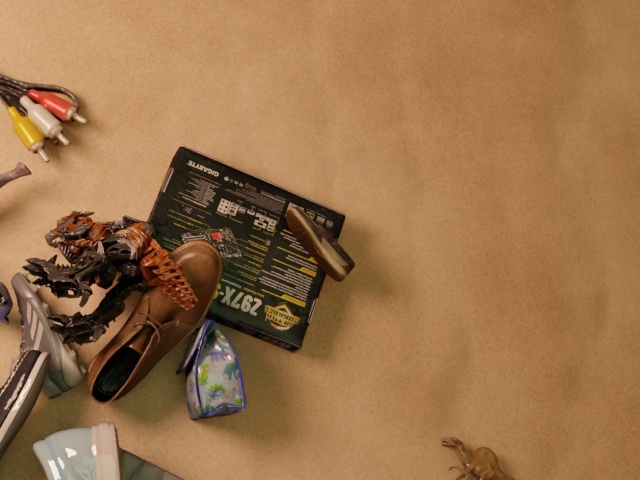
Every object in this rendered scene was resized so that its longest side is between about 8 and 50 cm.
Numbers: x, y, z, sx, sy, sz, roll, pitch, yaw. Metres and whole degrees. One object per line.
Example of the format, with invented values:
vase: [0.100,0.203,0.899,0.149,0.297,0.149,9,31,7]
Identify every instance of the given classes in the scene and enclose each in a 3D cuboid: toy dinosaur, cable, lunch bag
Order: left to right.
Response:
cable: [-0.520,-0.258,1.571,0.287,0.072,0.139,40,63,-3]
toy dinosaur: [-0.322,0.035,1.434,0.218,0.322,0.164,-43,117,-35]
lunch bag: [-0.180,0.211,1.522,0.096,0.129,0.151,-4,78,-18]
toy dinosaur: [0.290,0.414,1.652,0.183,0.053,0.092,32,68,-7]

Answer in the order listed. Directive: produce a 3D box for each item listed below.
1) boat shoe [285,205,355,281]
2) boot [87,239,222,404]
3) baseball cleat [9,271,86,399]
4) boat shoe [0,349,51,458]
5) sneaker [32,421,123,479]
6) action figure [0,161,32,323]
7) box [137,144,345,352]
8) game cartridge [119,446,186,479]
boat shoe: [0.000,0.000,1.593,0.049,0.056,0.152,-41,100,-27]
boot: [-0.257,0.134,1.473,0.112,0.115,0.305,37,90,-8]
baseball cleat: [-0.459,0.154,1.485,0.109,0.072,0.205,-31,83,-15]
boat shoe: [-0.505,0.290,1.397,0.091,0.114,0.302,26,79,0]
sneaker: [-0.354,0.455,1.359,0.150,0.135,0.365,-5,69,-10]
action figure: [-0.605,-0.016,1.463,0.341,0.178,0.330,43,75,-23]
box: [-0.145,0.016,1.611,0.322,0.079,0.257,22,73,-10]
game cartridge: [-0.327,0.514,1.440,0.230,0.068,0.355,28,70,-4]
